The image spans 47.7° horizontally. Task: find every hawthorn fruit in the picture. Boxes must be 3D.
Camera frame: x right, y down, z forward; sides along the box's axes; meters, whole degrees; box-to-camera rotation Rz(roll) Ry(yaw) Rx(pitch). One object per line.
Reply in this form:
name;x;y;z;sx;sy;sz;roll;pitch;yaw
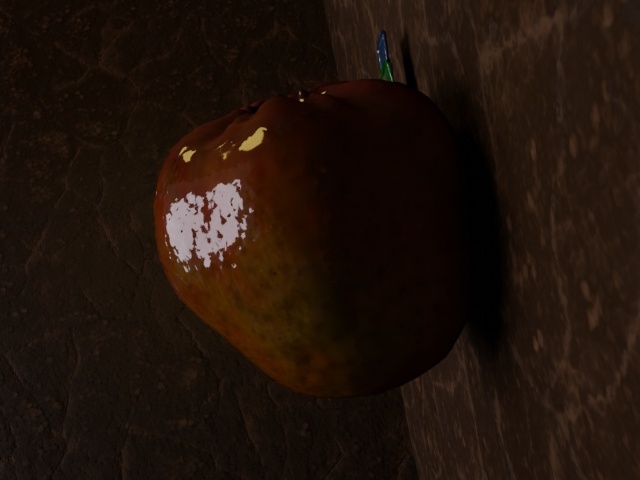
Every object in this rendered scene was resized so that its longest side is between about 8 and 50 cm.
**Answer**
hawthorn fruit;0.000;0.000;1.023;0.472;0.472;0.471;171;90;-89

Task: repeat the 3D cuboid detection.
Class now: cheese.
cheese;0.128;-0.200;1.261;0.204;0.083;0.320;97;162;-86
